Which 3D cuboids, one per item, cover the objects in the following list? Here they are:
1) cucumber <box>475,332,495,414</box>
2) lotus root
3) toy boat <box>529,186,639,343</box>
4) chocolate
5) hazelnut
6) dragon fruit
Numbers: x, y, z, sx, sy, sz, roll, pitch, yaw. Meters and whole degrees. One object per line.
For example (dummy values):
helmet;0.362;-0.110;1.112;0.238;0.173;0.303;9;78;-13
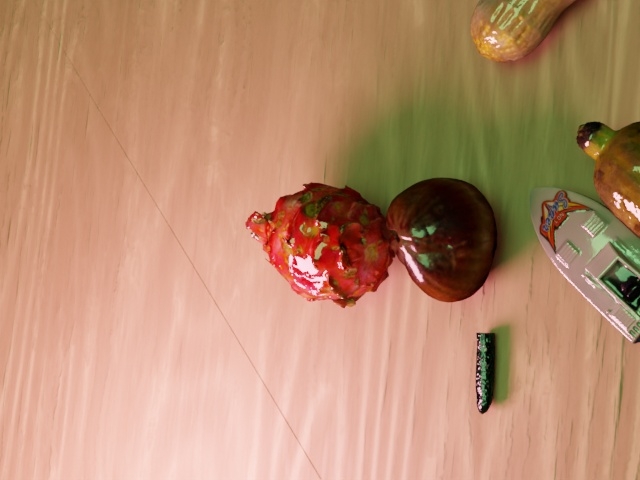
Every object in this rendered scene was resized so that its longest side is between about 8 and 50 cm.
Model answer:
cucumber;0.268;0.216;1.938;0.032;0.032;0.133;-2;83;31
lotus root;0.510;-0.082;1.765;0.169;0.141;0.314;-47;63;4
toy boat;0.424;0.018;1.836;0.129;0.088;0.295;-50;63;16
chocolate;0.360;-0.416;1.905;0.309;0.134;0.134;-45;64;21
hazelnut;0.198;0.000;1.929;0.178;0.178;0.204;-7;92;30
dragon fruit;0.000;0.000;2.033;0.268;0.210;0.205;12;118;28
